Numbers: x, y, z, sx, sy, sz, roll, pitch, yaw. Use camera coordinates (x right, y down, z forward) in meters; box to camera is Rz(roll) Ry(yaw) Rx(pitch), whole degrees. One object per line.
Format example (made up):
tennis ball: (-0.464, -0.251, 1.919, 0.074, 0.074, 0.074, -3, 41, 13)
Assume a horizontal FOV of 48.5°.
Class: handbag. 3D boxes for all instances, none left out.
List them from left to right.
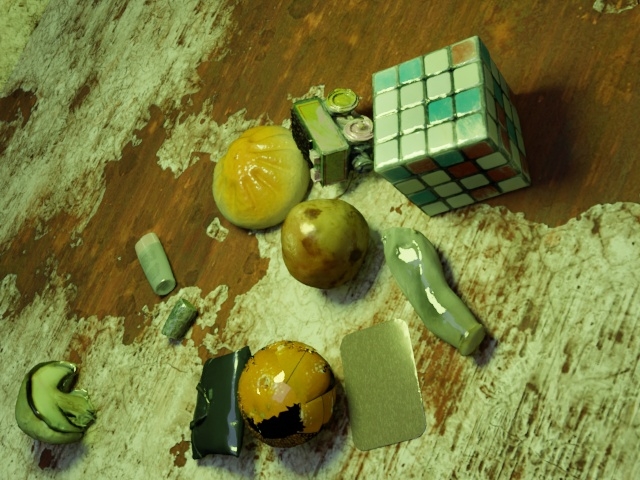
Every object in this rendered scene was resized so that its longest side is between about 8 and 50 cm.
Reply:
handbag: (-0.239, 0.391, 1.691, 0.211, 0.089, 0.254, -24, 55, 47)

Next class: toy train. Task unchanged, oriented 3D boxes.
toy train: (0.034, -0.261, 1.753, 0.178, 0.134, 0.260, -16, 52, -13)

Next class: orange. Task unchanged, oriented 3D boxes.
orange: (-0.074, 0.335, 1.560, 0.234, 0.182, 0.234, -18, 54, 26)

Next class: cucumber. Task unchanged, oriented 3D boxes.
cucumber: (-0.382, 0.214, 1.902, 0.064, 0.064, 0.112, 33, 90, 40)

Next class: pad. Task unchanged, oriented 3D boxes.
pad: (0.130, 0.309, 1.543, 0.176, 0.002, 0.266, -22, 58, 25)

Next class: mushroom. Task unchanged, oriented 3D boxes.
mushroom: (-0.754, 0.471, 1.964, 0.164, 0.190, 0.267, -54, 51, 21)
mushroom: (0.232, 0.099, 1.516, 0.109, 0.097, 0.351, -39, 56, 17)

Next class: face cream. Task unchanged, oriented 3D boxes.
face cream: (-0.474, 0.068, 2.040, 0.084, 0.057, 0.198, -42, 50, 12)

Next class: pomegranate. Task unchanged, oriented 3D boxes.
pomegranate: (0.000, 0.000, 1.641, 0.215, 0.215, 0.215, -15, 61, 29)

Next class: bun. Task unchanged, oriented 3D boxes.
bun: (-0.174, -0.183, 1.879, 0.299, 0.165, 0.298, -14, 61, 27)

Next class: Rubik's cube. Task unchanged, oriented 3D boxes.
Rubik's cube: (0.278, -0.236, 1.531, 0.256, 0.253, 0.258, -16, 59, 29)
